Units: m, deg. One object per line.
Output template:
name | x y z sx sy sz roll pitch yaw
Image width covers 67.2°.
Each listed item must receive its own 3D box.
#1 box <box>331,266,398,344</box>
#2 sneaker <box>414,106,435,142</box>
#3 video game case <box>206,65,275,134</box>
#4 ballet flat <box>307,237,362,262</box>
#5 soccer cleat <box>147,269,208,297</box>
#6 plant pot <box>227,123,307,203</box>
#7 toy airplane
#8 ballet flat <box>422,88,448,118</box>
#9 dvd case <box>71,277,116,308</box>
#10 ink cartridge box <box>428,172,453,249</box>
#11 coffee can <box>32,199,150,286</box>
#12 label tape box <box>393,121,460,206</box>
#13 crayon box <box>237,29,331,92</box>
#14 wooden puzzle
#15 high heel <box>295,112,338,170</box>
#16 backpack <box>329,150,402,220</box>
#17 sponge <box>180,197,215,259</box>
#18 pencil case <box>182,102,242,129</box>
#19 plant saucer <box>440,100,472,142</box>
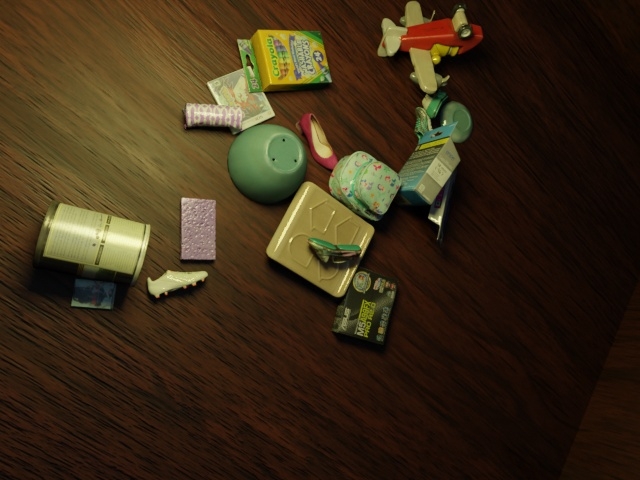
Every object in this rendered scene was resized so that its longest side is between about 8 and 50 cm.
box | 0.178 0.256 1.903 0.216 0.060 0.270 21 77 -23
sneaker | 0.439 -0.495 2.092 0.076 0.065 0.166 -23 94 -21
video game case | -0.288 -0.512 1.759 0.183 0.023 0.201 -32 99 -25
ballet flat | 0.048 0.044 1.764 0.222 0.077 0.079 9 111 -26
soccer cleat | -0.472 0.128 1.596 0.196 0.068 0.076 -18 91 -23
plant pot | -0.162 -0.286 1.707 0.290 0.195 0.290 2 86 -26
toy airplane | 0.429 -0.814 2.029 0.384 0.272 0.386 36 77 21
ballet flat | 0.483 -0.592 2.075 0.087 0.083 0.247 29 39 7
dvd case | -0.707 0.167 1.506 0.119 0.013 0.087 10 81 -26
ink cartridge box | 0.513 -0.158 2.043 0.069 0.176 0.370 8 77 20
coffee can | -0.672 0.014 1.430 0.275 0.201 0.201 16 79 -24
label tape box | 0.435 -0.299 1.949 0.106 0.241 0.333 38 80 -18
crayon box | -0.128 -0.671 1.803 0.323 0.083 0.203 -14 92 -30
wooden puzzle | 0.000 0.000 1.820 0.348 0.080 0.322 33 74 -21
high heel | 0.007 -0.375 1.838 0.082 0.117 0.244 -40 103 -23
backpack | 0.170 -0.216 1.869 0.253 0.191 0.225 35 76 -17
sponge | -0.420 -0.038 1.652 0.117 0.031 0.210 1 85 -26
pencil case | -0.370 -0.425 1.666 0.206 0.086 0.088 -1 123 -15
plant saucer | 0.633 -0.546 2.203 0.195 0.037 0.194 2 85 -25
